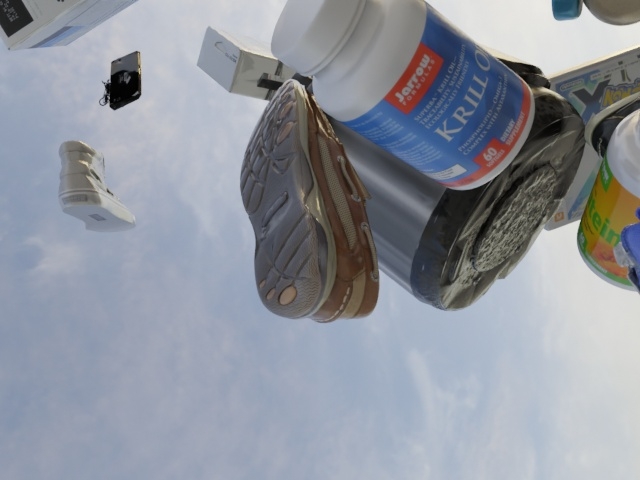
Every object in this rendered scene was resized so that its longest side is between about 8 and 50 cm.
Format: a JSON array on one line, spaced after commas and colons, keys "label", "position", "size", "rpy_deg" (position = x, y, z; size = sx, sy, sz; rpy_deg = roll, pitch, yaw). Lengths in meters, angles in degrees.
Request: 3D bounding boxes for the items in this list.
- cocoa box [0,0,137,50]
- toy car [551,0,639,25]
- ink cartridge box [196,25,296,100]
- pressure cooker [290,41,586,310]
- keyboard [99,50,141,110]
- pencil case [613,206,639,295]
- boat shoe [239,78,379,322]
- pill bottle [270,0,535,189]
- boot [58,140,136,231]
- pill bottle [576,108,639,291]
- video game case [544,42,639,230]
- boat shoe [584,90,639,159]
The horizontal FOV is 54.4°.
[{"label": "cocoa box", "position": [-0.591, -0.604, 1.282], "size": [0.347, 0.232, 0.228], "rpy_deg": [62, -162, -13]}, {"label": "toy car", "position": [0.527, -0.476, 1.042], "size": [0.238, 0.219, 0.210], "rpy_deg": [-35, -55, -51]}, {"label": "ink cartridge box", "position": [-0.155, -0.450, 1.629], "size": [0.273, 0.197, 0.114], "rpy_deg": [2, -59, -42]}, {"label": "pressure cooker", "position": [0.142, -0.138, 0.995], "size": [0.376, 0.420, 0.369], "rpy_deg": [-39, -34, -20]}, {"label": "keyboard", "position": [-0.438, -0.347, 1.387], "size": [0.038, 0.100, 0.192], "rpy_deg": [66, -173, -47]}, {"label": "pencil case", "position": [0.229, 0.109, 0.311], "size": [0.119, 0.133, 0.305], "rpy_deg": [-1, -95, -49]}, {"label": "boat shoe", "position": [-0.010, -0.046, 0.683], "size": [0.117, 0.123, 0.324], "rpy_deg": [20, -134, -32]}, {"label": "pill bottle", "position": [0.072, -0.143, 0.547], "size": [0.222, 0.124, 0.124], "rpy_deg": [25, -110, -28]}, {"label": "boot", "position": [-0.396, -0.093, 1.116], "size": [0.095, 0.258, 0.123], "rpy_deg": [-7, -100, -6]}, {"label": "pill bottle", "position": [0.372, -0.061, 0.673], "size": [0.136, 0.136, 0.245], "rpy_deg": [-60, -23, -28]}, {"label": "video game case", "position": [0.549, -0.199, 1.151], "size": [0.329, 0.036, 0.299], "rpy_deg": [-20, -61, -3]}, {"label": "boat shoe", "position": [0.461, -0.176, 0.791], "size": [0.084, 0.233, 0.079], "rpy_deg": [40, -158, -34]}]
